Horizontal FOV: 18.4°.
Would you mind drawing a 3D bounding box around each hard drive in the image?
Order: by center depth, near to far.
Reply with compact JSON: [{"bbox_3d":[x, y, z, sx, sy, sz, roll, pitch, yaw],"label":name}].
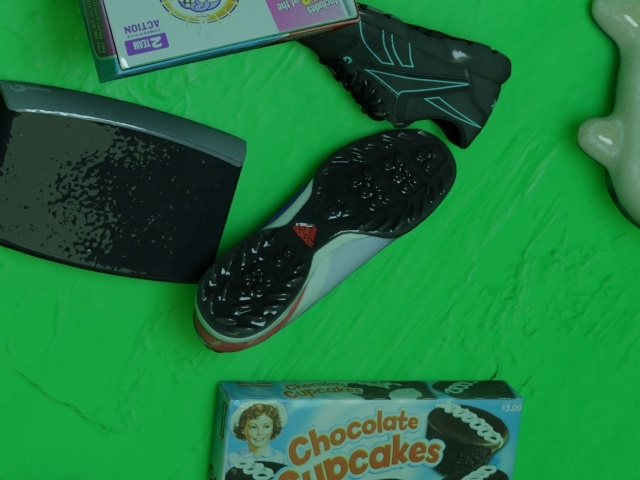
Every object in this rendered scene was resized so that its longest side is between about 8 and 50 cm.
[{"bbox_3d":[-0.205,-0.049,1.911,0.255,0.054,0.172,13,102,-20],"label":"hard drive"}]

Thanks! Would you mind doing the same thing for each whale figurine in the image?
[{"bbox_3d":[0.356,-0.130,2.031,0.216,0.141,0.272,-19,87,-11],"label":"whale figurine"}]

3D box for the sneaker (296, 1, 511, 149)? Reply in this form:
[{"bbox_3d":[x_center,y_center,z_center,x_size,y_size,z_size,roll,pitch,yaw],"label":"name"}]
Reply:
[{"bbox_3d":[0.061,-0.169,1.924,0.267,0.101,0.106,17,95,-21],"label":"sneaker"}]

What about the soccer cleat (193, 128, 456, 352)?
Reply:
[{"bbox_3d":[0.000,0.000,1.975,0.318,0.116,0.108,-39,82,-19],"label":"soccer cleat"}]

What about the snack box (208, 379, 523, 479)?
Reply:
[{"bbox_3d":[0.044,0.241,2.072,0.322,0.060,0.187,1,107,-17],"label":"snack box"}]

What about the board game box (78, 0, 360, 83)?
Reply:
[{"bbox_3d":[-0.119,-0.321,1.773,0.242,0.064,0.316,-14,91,-22],"label":"board game box"}]
